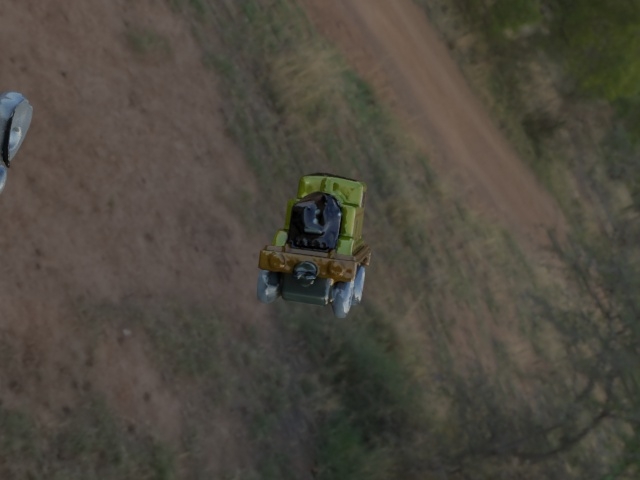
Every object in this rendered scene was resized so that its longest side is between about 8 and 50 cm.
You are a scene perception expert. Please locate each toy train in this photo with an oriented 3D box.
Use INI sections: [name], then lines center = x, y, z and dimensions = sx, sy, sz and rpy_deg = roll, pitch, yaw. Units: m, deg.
[toy train]
center = 0.000, 0.000, 0.934
dimensions = 0.219, 0.089, 0.127
rpy_deg = -26, 124, -81

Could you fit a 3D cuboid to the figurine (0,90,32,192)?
[figurine]
center = -0.327, -0.065, 0.686
dimensions = 0.140, 0.265, 0.193
rpy_deg = -44, 145, -48
